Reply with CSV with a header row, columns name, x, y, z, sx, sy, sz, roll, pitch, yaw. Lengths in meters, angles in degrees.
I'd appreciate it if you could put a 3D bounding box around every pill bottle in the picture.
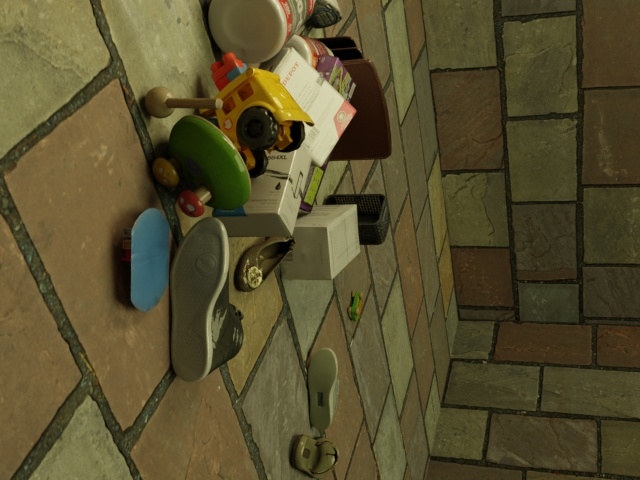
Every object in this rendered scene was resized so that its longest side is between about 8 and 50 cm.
name,x,y,z,sx,sy,sz,roll,pitch,yaw
pill bottle,-0.044,-0.422,1.812,0.221,0.121,0.121,-26,115,-68
pill bottle,-0.106,-0.488,1.574,0.283,0.161,0.161,-63,147,-52

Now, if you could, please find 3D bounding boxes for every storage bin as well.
name,x,y,z,sx,sy,sz,roll,pitch,yaw
storage bin,0.094,-0.058,2.119,0.084,0.180,0.122,70,28,-43

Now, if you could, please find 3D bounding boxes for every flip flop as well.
name,x,y,z,sx,sy,sz,roll,pitch,yaw
flip flop,0.002,0.568,2.013,0.277,0.080,0.112,50,44,-61

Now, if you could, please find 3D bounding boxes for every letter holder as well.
name,x,y,z,sx,sy,sz,roll,pitch,yaw
letter holder,0.088,-0.379,2.046,0.152,0.214,0.302,-69,152,-45

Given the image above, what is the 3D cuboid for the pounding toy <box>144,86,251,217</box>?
name,x,y,z,sx,sy,sz,roll,pitch,yaw
pounding toy,-0.225,-0.128,1.285,0.110,0.183,0.237,-42,135,-30

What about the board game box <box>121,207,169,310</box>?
name,x,y,z,sx,sy,sz,roll,pitch,yaw
board game box,-0.292,0.030,1.251,0.133,0.033,0.168,-26,120,-74

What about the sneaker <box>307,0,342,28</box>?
name,x,y,z,sx,sy,sz,roll,pitch,yaw
sneaker,-0.033,-0.653,1.911,0.297,0.111,0.129,47,30,-68

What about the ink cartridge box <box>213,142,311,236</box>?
name,x,y,z,sx,sy,sz,roll,pitch,yaw
ink cartridge box,-0.116,-0.112,1.569,0.086,0.148,0.203,61,34,-51

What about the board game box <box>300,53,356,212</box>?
name,x,y,z,sx,sy,sz,roll,pitch,yaw
board game box,-0.010,-0.247,1.825,0.208,0.056,0.347,26,84,-79

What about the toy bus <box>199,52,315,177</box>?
name,x,y,z,sx,sy,sz,roll,pitch,yaw
toy bus,-0.157,-0.236,1.453,0.211,0.220,0.149,58,23,8

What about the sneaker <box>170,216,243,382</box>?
name,x,y,z,sx,sy,sz,roll,pitch,yaw
sneaker,-0.201,0.104,1.412,0.147,0.104,0.296,-2,98,-72

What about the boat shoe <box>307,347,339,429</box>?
name,x,y,z,sx,sy,sz,roll,pitch,yaw
boat shoe,0.010,0.392,2.057,0.081,0.079,0.227,-36,130,-75

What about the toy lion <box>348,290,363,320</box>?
name,x,y,z,sx,sy,sz,roll,pitch,yaw
toy lion,0.115,0.214,2.415,0.096,0.034,0.100,80,21,-47

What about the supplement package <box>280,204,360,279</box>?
name,x,y,z,sx,sy,sz,roll,pitch,yaw
supplement package,0.000,0.000,1.921,0.244,0.134,0.139,-37,125,-66

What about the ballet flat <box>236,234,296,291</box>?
name,x,y,z,sx,sy,sz,roll,pitch,yaw
ballet flat,-0.115,0.040,1.702,0.250,0.058,0.084,-47,135,-59

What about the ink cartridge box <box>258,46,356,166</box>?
name,x,y,z,sx,sy,sz,roll,pitch,yaw
ink cartridge box,-0.053,-0.284,1.635,0.218,0.092,0.158,40,77,-35
